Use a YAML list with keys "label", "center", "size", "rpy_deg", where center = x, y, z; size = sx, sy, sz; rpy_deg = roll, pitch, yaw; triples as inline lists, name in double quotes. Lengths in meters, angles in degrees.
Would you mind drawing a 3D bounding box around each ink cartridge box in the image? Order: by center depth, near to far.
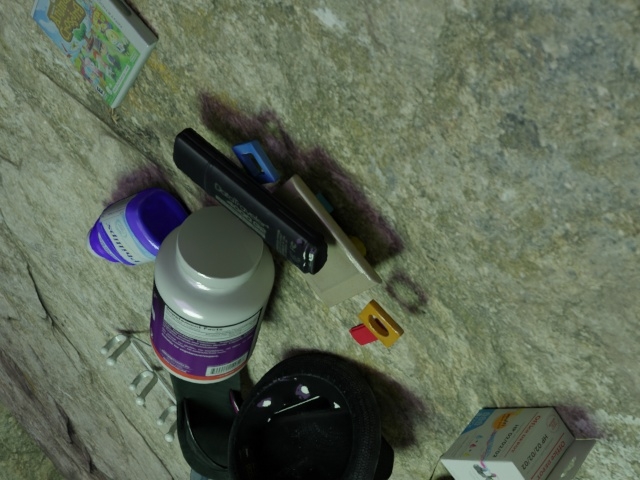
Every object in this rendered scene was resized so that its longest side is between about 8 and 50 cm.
- label: "ink cartridge box"
  center: [0.258, 0.276, 1.254]
  size: [0.062, 0.104, 0.181]
  rpy_deg: [54, 148, -13]

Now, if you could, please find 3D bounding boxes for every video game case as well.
- label: "video game case"
  center: [-0.335, -0.311, 1.383]
  size: [0.193, 0.023, 0.212]
  rpy_deg: [49, 150, -4]

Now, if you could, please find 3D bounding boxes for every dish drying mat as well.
- label: "dish drying mat"
  center: [0.071, 0.138, 1.420]
  size: [0.032, 0.008, 0.083]
  rpy_deg: [49, 149, -5]

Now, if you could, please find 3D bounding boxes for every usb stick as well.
- label: "usb stick"
  center: [-0.099, -0.056, 1.286]
  size: [0.278, 0.045, 0.077]
  rpy_deg: [39, 147, 23]

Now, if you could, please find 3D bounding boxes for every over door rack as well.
- label: "over door rack"
  center: [-0.333, 0.313, 2.027]
  size: [0.324, 0.108, 0.239]
  rpy_deg: [-7, 121, 54]

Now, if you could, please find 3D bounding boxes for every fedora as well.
- label: "fedora"
  center: [0.002, 0.346, 1.569]
  size: [0.334, 0.334, 0.152]
  rpy_deg: [8, 166, 46]

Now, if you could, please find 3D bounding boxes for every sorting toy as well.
- label: "sorting toy"
  center: [0.000, 0.000, 1.311]
  size: [0.348, 0.047, 0.196]
  rpy_deg: [52, 156, -3]

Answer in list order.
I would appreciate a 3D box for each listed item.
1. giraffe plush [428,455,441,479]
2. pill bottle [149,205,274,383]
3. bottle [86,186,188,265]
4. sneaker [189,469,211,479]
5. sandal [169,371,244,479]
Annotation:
- label: "giraffe plush"
  center: [0.223, 0.471, 1.507]
  size: [0.170, 0.181, 0.210]
  rpy_deg: [26, 110, 14]
- label: "pill bottle"
  center: [-0.172, 0.084, 1.488]
  size: [0.181, 0.181, 0.323]
  rpy_deg: [39, 148, 13]
- label: "bottle"
  center: [-0.327, -0.016, 1.648]
  size: [0.283, 0.092, 0.118]
  rpy_deg: [-11, 118, 55]
- label: "sneaker"
  center: [-0.198, 0.523, 2.097]
  size: [0.131, 0.112, 0.319]
  rpy_deg: [10, 153, 13]
- label: "sandal"
  center: [-0.202, 0.350, 1.829]
  size: [0.107, 0.167, 0.446]
  rpy_deg: [-115, 10, -48]
